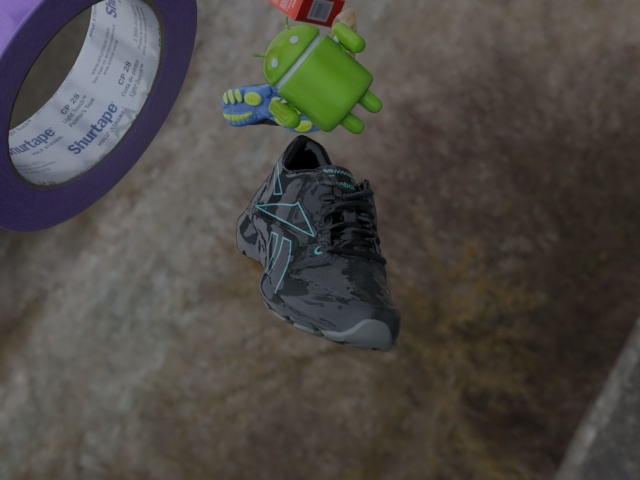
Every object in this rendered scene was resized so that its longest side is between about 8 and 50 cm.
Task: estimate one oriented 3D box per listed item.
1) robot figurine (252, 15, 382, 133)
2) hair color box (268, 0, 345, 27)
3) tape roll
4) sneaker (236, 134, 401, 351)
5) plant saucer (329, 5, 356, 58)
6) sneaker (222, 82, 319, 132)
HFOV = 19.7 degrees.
[{"bbox_3d":[-0.001,-0.140,1.595,0.101,0.115,0.067,-49,6,3],"label":"robot figurine"},{"bbox_3d":[-0.039,-0.329,2.411,0.141,0.072,0.043,42,117,43],"label":"hair color box"},{"bbox_3d":[-0.229,-0.146,1.574,0.275,0.090,0.275,-43,-28,-30],"label":"tape roll"},{"bbox_3d":[0.000,0.000,1.463,0.106,0.101,0.267,-67,28,15],"label":"sneaker"},{"bbox_3d":[0.022,-0.205,1.938,0.083,0.015,0.083,-178,90,-78],"label":"plant saucer"},{"bbox_3d":[-0.043,-0.174,2.320,0.188,0.078,0.067,5,108,46],"label":"sneaker"}]
